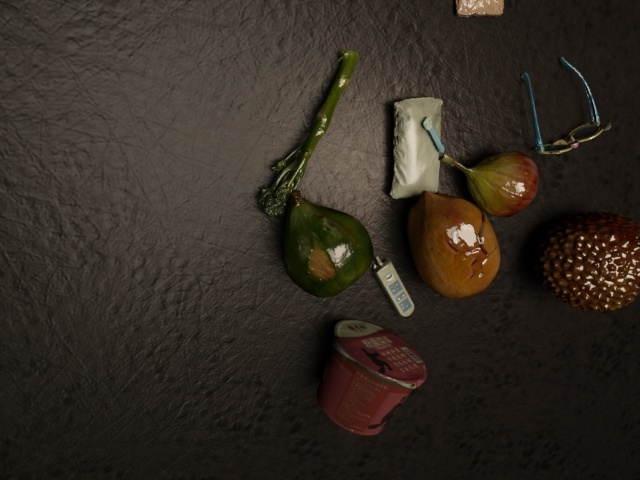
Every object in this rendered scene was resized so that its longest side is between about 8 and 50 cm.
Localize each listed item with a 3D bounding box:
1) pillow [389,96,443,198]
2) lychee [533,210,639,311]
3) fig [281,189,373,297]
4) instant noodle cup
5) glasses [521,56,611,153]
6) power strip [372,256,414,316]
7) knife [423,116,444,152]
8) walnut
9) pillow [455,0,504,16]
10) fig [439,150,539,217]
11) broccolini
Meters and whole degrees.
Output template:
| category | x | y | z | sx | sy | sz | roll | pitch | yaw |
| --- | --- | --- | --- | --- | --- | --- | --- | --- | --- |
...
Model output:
| category | x | y | z | sx | sy | sz | roll | pitch | yaw |
| --- | --- | --- | --- | --- | --- | --- | --- | --- | --- |
| pillow | 0.222 | -0.211 | 1.057 | 0.128 | 0.051 | 0.229 | -5 | 105 | -18 |
| lychee | 0.684 | 0.047 | 1.172 | 0.267 | 0.267 | 0.268 | -4 | 104 | -17 |
| fig | 0.000 | 0.000 | 0.974 | 0.195 | 0.195 | 0.245 | -31 | 99 | -9 |
| instant noodle cup | 0.104 | 0.320 | 1.066 | 0.234 | 0.235 | 0.178 | 19 | 106 | -21 |
| glasses | 0.593 | -0.332 | 1.158 | 0.189 | 0.088 | 0.221 | -26 | 90 | -9 |
| power strip | 0.180 | 0.115 | 1.135 | 0.047 | 0.030 | 0.191 | -34 | 111 | -8 |
| knife | 0.257 | -0.236 | 1.036 | 0.096 | 0.010 | 0.027 | 51 | 63 | -30 |
| walnut | 0.304 | 0.006 | 1.060 | 0.203 | 0.203 | 0.298 | -38 | 119 | -6 |
| pillow | 0.362 | -0.619 | 1.010 | 0.126 | 0.043 | 0.233 | -2 | 106 | -12 |
| fig | 0.397 | -0.150 | 1.101 | 0.230 | 0.143 | 0.160 | 20 | 103 | 14 |
| broccolini | -0.031 | -0.229 | 0.978 | 0.074 | 0.079 | 0.392 | 25 | 87 | -11 |
